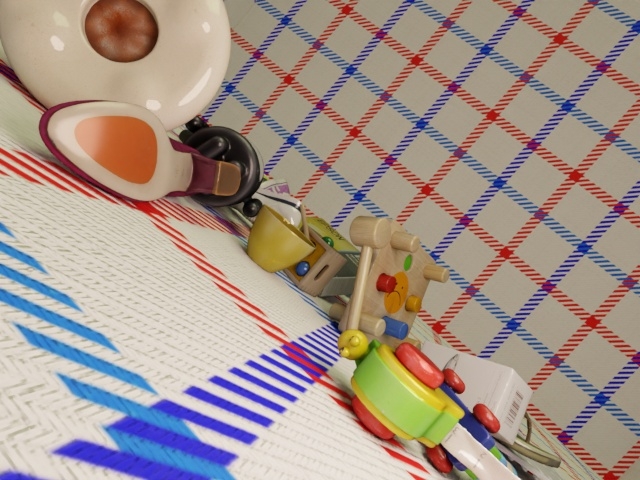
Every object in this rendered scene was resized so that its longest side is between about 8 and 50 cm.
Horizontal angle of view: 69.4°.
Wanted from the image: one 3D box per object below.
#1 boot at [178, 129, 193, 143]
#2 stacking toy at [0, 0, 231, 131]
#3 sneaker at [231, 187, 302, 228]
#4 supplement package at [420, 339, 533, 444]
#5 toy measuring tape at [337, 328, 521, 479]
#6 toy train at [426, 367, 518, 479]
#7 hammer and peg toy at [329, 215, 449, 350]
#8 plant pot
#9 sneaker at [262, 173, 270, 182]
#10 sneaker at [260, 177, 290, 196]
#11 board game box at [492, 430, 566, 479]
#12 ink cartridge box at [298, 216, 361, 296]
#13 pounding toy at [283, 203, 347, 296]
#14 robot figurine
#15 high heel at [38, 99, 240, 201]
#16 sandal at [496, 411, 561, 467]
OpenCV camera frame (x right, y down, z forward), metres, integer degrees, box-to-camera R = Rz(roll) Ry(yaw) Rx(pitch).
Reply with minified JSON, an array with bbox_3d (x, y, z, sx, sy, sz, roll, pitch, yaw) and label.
[{"bbox_3d":[-0.419,-0.324,1.739,0.190,0.076,0.208,45,-2,22],"label":"boot"},{"bbox_3d":[-0.375,-0.352,0.939,0.351,0.350,0.480,40,-8,-13],"label":"stacking toy"},{"bbox_3d":[-0.157,-0.077,1.171,0.235,0.094,0.090,14,-21,25],"label":"sneaker"},{"bbox_3d":[0.263,0.269,0.835,0.179,0.105,0.105,9,-27,49],"label":"supplement package"},{"bbox_3d":[0.140,0.227,0.556,0.330,0.121,0.121,42,4,21],"label":"toy measuring tape"},{"bbox_3d":[0.200,0.276,0.730,0.143,0.105,0.248,50,0,-23],"label":"toy train"},{"bbox_3d":[0.123,0.097,0.968,0.128,0.265,0.361,15,-13,40],"label":"hammer and peg toy"},{"bbox_3d":[-0.090,0.007,0.912,0.134,0.095,0.134,41,4,-4],"label":"plant pot"},{"bbox_3d":[-0.263,-0.206,1.760,0.121,0.111,0.300,61,15,26],"label":"sneaker"},{"bbox_3d":[-0.176,-0.133,1.643,0.282,0.102,0.160,-24,100,-62],"label":"sneaker"},{"bbox_3d":[0.392,0.435,1.096,0.390,0.050,0.390,39,5,-21],"label":"board game box"},{"bbox_3d":[0.032,0.032,1.247,0.308,0.072,0.304,0,31,-43],"label":"ink cartridge box"},{"bbox_3d":[-0.026,0.021,1.024,0.130,0.141,0.100,44,5,39],"label":"pounding toy"},{"bbox_3d":[-0.213,-0.163,1.028,0.174,0.208,0.278,5,6,-2],"label":"robot figurine"},{"bbox_3d":[-0.291,-0.123,0.701,0.182,0.127,0.377,12,-3,21],"label":"high heel"},{"bbox_3d":[0.333,0.312,0.903,0.120,0.086,0.303,36,6,-47],"label":"sandal"}]
